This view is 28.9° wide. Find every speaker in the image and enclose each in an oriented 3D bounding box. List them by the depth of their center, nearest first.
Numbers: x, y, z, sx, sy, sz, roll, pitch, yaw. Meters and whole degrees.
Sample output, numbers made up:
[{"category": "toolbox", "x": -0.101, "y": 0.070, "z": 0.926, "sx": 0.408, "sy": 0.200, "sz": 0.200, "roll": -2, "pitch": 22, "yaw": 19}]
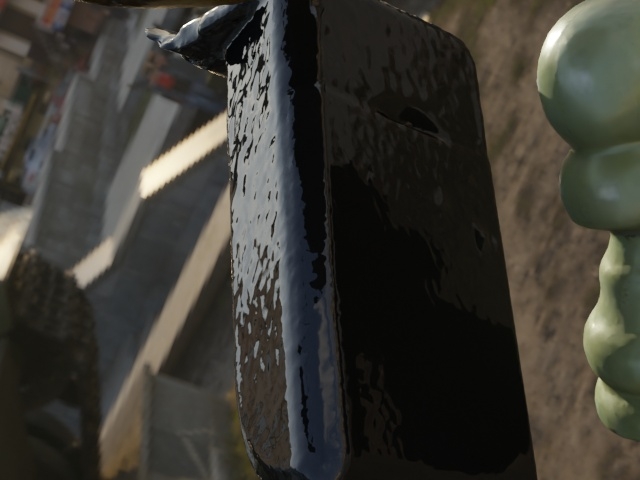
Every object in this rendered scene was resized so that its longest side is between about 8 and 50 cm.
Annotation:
[{"category": "speaker", "x": 0.000, "y": 0.000, "z": 0.814, "sx": 0.184, "sy": 0.180, "sz": 0.388, "roll": -28, "pitch": 56, "yaw": 40}]

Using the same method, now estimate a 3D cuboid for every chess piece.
[{"category": "chess piece", "x": 0.202, "y": -0.025, "z": 0.730, "sx": 0.144, "sy": 0.144, "sz": 0.251, "roll": -151, "pitch": 41, "yaw": -73}]

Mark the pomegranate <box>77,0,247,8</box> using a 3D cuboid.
[{"category": "pomegranate", "x": -0.085, "y": -0.246, "z": 0.601, "sx": 0.281, "sy": 0.281, "sz": 0.281, "roll": -56, "pitch": 21, "yaw": 35}]
